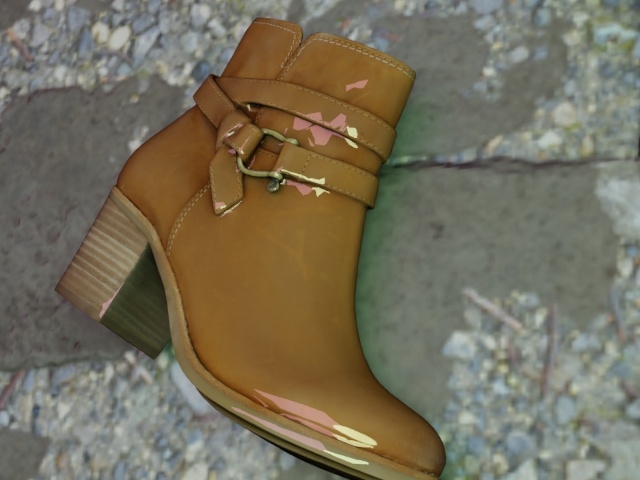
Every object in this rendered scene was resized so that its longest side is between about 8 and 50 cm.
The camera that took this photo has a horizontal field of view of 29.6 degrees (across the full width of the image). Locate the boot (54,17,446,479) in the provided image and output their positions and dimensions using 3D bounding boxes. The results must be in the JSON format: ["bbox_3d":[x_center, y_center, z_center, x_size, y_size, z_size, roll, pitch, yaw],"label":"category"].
[{"bbox_3d":[0.000,0.000,0.690,0.283,0.109,0.220,29,80,38],"label":"boot"}]
